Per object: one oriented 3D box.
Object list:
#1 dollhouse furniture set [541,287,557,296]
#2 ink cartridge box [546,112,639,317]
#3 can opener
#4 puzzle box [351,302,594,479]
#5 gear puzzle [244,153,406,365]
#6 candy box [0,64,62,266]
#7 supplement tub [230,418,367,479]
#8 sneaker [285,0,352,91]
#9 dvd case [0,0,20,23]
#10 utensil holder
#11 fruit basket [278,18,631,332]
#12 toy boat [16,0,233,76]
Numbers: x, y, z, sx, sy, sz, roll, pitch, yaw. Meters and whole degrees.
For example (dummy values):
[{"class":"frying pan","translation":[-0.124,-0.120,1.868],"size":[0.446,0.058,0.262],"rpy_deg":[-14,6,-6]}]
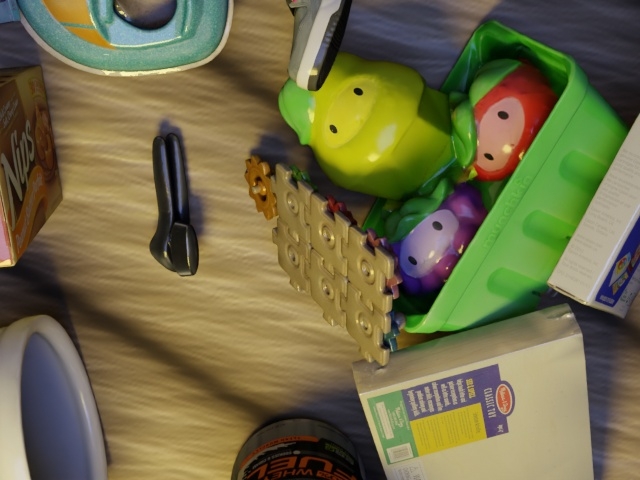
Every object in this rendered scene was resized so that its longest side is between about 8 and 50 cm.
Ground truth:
[{"class":"dollhouse furniture set","translation":[0.327,0.009,1.477],"size":[0.076,0.058,0.151],"rpy_deg":[38,100,-11]},{"class":"ink cartridge box","translation":[0.396,-0.057,1.341],"size":[0.072,0.304,0.307],"rpy_deg":[29,95,24]},{"class":"can opener","translation":[-0.189,-0.046,1.446],"size":[0.073,0.059,0.186],"rpy_deg":[-2,96,26]},{"class":"puzzle box","translation":[0.211,0.254,1.439],"size":[0.272,0.052,0.409],"rpy_deg":[-15,137,2]},{"class":"gear puzzle","translation":[0.000,0.000,1.354],"size":[0.044,0.339,0.175],"rpy_deg":[-21,131,-26]},{"class":"candy box","translation":[-0.376,-0.094,1.288],"size":[0.088,0.316,0.182],"rpy_deg":[-7,105,-1]},{"class":"supplement tub","translation":[-0.025,0.373,1.428],"size":[0.194,0.316,0.193],"rpy_deg":[-1,105,-3]},{"class":"sneaker","translation":[-0.046,-0.328,1.295],"size":[0.178,0.124,0.295],"rpy_deg":[12,80,4]},{"class":"dvd case","translation":[-0.409,-0.302,1.347],"size":[0.013,0.119,0.087],"rpy_deg":[-26,111,-42]},{"class":"utensil holder","translation":[-0.497,0.290,1.385],"size":[0.386,0.327,0.327],"rpy_deg":[-12,105,2]},{"class":"fruit basket","translation":[0.136,-0.100,1.352],"size":[0.392,0.283,0.392],"rpy_deg":[-7,115,-16]},{"class":"toy boat","translation":[-0.240,-0.350,1.311],"size":[0.268,0.148,0.318],"rpy_deg":[-2,105,-1]}]
